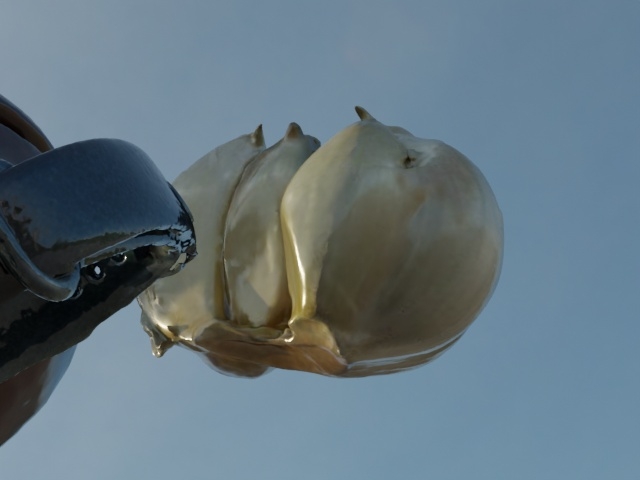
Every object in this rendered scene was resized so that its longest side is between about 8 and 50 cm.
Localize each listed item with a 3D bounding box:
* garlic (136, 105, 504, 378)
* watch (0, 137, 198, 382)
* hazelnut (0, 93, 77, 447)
[{"bbox_3d":[0.015,0.004,1.134,0.184,0.203,0.281,23,-22,-39],"label":"garlic"},{"bbox_3d":[-0.145,0.022,0.707,0.193,0.068,0.206,-34,-6,-9],"label":"watch"},{"bbox_3d":[-0.423,0.047,1.401,0.429,0.402,0.402,-12,-36,8],"label":"hazelnut"}]
